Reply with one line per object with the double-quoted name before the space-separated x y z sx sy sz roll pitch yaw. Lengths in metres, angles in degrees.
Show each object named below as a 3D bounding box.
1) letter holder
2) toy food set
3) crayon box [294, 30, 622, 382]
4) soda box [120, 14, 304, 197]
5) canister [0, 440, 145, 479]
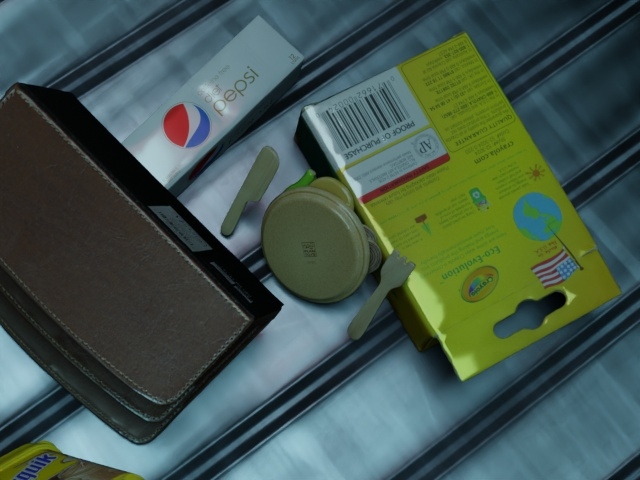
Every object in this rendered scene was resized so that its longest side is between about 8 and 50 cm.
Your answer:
"letter holder" -0.224 0.036 1.422 0.302 0.152 0.214 45 98 5
"toy food set" 0.000 0.000 1.524 0.192 0.132 0.038 40 33 11
"crayon box" 0.137 -0.029 1.558 0.202 0.081 0.318 -26 79 -14
"soda box" -0.116 -0.127 1.554 0.069 0.074 0.216 43 73 5
"canister" -0.242 0.243 1.367 0.126 0.170 0.073 -30 111 -36
